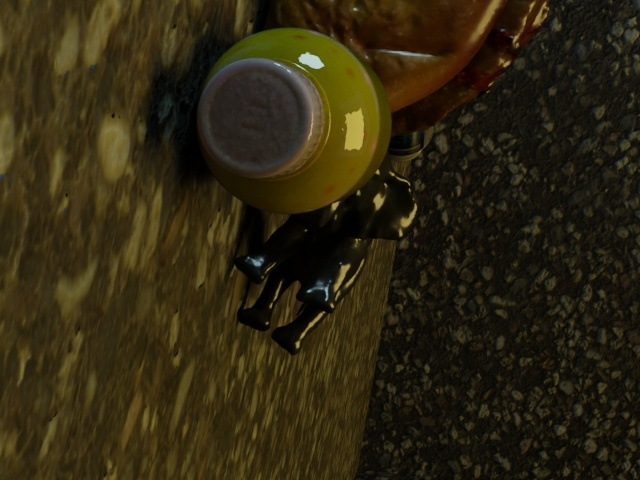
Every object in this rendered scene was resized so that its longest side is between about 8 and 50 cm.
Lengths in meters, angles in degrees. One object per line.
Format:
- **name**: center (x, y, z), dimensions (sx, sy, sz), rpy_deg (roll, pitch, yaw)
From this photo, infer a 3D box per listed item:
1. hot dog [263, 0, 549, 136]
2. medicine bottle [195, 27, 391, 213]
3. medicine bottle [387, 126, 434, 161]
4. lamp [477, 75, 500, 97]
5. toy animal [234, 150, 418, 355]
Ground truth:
- **hot dog**: center (0.088, -0.272, 0.922), dimensions (0.185, 0.223, 0.405), rpy_deg (-59, 160, -78)
- **medicine bottle**: center (-0.022, -0.077, 0.734), dimensions (0.212, 0.121, 0.122), rpy_deg (-29, 130, -81)
- **medicine bottle**: center (0.125, -0.196, 1.776), dimensions (0.191, 0.107, 0.107), rpy_deg (79, 23, -70)
- **lamp**: center (0.125, -0.273, 1.233), dimensions (0.265, 0.233, 0.233), rpy_deg (-84, 179, -46)
- **toy animal**: center (-0.004, -0.004, 0.990), dimensions (0.146, 0.114, 0.245), rpy_deg (-49, 180, -26)
